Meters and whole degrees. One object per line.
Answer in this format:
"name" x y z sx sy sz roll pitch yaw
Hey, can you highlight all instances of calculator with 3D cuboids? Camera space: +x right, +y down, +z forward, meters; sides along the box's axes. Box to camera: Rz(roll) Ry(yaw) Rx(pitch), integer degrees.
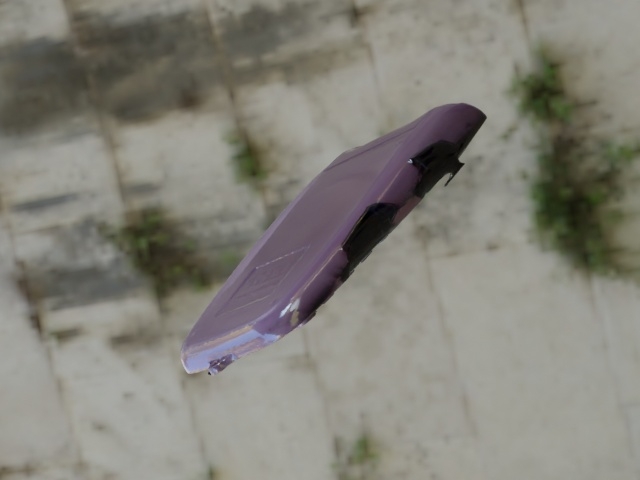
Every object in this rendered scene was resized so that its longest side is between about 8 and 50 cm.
"calculator" -0.001 -0.001 1.420 0.043 0.194 0.294 51 -125 -13
